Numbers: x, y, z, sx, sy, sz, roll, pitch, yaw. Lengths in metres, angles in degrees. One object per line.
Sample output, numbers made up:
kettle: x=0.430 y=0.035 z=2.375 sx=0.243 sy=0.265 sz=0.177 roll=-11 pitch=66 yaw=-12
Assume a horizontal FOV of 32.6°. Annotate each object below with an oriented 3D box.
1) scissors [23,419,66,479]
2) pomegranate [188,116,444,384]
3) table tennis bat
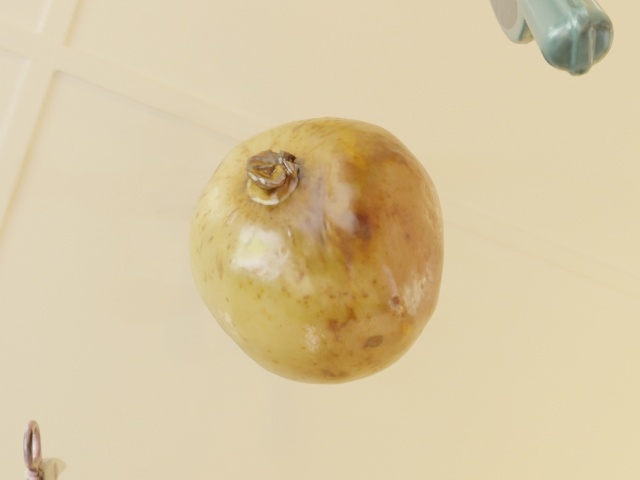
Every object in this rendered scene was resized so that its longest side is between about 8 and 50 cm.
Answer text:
scissors: x=-0.224 y=0.188 z=0.885 sx=0.022 sy=0.176 sz=0.085 roll=-3 pitch=-99 yaw=-7
pomegranate: x=0.000 y=0.000 z=0.876 sx=0.215 sy=0.215 sz=0.215 roll=-4 pitch=-81 yaw=-28
table tennis bat: x=0.119 y=-0.170 z=0.642 sx=0.038 sy=0.237 sz=0.149 roll=-9 pitch=-49 yaw=-1
